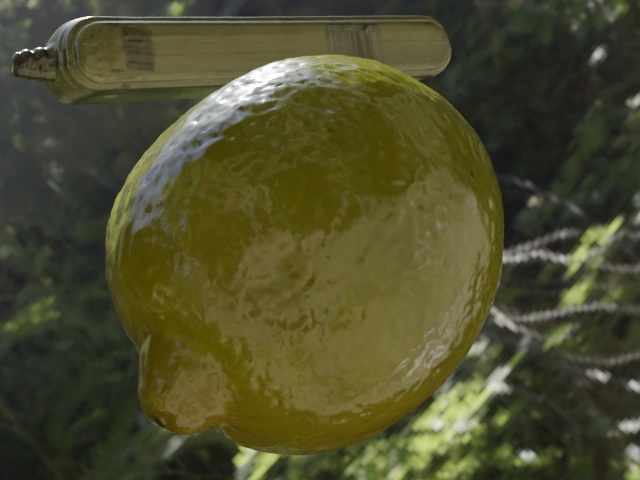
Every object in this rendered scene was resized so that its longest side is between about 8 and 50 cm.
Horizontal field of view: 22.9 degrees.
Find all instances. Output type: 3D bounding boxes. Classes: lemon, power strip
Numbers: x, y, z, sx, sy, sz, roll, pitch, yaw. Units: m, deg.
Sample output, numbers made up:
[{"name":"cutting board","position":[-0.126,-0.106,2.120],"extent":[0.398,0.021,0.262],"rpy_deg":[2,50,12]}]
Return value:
[{"name":"lemon","position":[0.000,0.000,0.773],"extent":[0.248,0.184,0.184],"rpy_deg":[-46,-22,-38]},{"name":"power strip","position":[-0.071,-0.153,1.306],"extent":[0.388,0.066,0.092],"rpy_deg":[-6,-4,-31]}]
